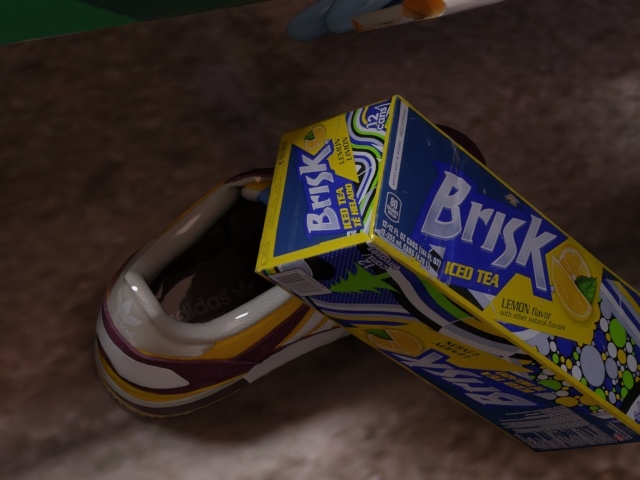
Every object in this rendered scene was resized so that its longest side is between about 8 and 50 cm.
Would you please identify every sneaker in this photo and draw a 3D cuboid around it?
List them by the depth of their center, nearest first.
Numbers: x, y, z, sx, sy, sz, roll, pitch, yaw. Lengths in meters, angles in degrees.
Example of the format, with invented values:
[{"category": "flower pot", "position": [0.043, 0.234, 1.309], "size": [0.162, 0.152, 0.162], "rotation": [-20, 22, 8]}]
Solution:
[{"category": "sneaker", "position": [0.000, 0.000, 0.577], "size": [0.185, 0.084, 0.069], "rotation": [-34, 76, -26]}]

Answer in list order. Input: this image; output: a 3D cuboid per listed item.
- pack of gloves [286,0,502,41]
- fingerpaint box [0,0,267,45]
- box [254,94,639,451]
[{"category": "pack of gloves", "position": [0.104, -0.127, 0.609], "size": [0.232, 0.195, 0.046], "rotation": [-16, 100, -20]}, {"category": "fingerpaint box", "position": [-0.199, -0.247, 0.524], "size": [0.371, 0.163, 0.445], "rotation": [-12, 46, -18]}, {"category": "box", "position": [0.054, 0.018, 0.549], "size": [0.169, 0.054, 0.059], "rotation": [35, 53, -39]}]
